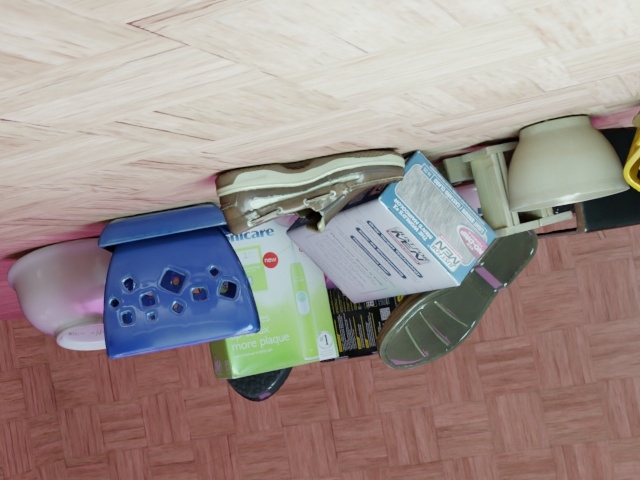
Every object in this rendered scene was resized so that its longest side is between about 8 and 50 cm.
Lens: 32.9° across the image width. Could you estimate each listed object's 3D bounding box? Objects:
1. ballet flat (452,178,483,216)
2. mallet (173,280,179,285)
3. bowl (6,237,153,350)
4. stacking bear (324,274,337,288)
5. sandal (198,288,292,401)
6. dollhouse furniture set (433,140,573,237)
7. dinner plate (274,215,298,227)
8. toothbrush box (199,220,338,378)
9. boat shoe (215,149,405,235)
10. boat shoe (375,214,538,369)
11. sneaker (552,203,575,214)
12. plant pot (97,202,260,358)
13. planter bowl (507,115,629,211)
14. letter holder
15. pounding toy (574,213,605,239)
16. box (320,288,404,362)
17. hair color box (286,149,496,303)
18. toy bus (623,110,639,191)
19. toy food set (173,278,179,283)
[{"bbox_3d":[0.185,-0.033,2.030,0.400,0.139,0.139,-12,176,19],"label":"ballet flat"},{"bbox_3d":[-0.278,0.083,2.111,0.189,0.039,0.062,-20,164,18],"label":"mallet"},{"bbox_3d":[-0.409,0.113,1.952,0.297,0.134,0.298,-9,157,-4],"label":"bowl"},{"bbox_3d":[0.066,0.011,2.219,0.289,0.175,0.164,-19,157,-29],"label":"stacking bear"},{"bbox_3d":[-0.132,0.172,2.195,0.167,0.107,0.446,-33,-144,4],"label":"sandal"},{"bbox_3d":[0.260,-0.072,1.624,0.128,0.129,0.183,-13,179,-28],"label":"dollhouse furniture set"},{"bbox_3d":[-0.012,-0.046,1.871,0.141,0.017,0.141,-9,158,-4],"label":"dinner plate"},{"bbox_3d":[-0.104,0.093,1.956,0.206,0.283,0.122,-8,175,-22],"label":"toothbrush box"},{"bbox_3d":[-0.007,-0.056,1.418,0.257,0.095,0.095,-9,176,-14],"label":"boat shoe"},{"bbox_3d":[0.202,0.077,1.689,0.307,0.111,0.104,-40,-151,-3],"label":"boat shoe"},{"bbox_3d":[0.389,-0.072,2.206,0.299,0.111,0.121,-6,179,-29],"label":"sneaker"},{"bbox_3d":[-0.226,0.063,1.716,0.235,0.212,0.236,-10,175,-2],"label":"plant pot"},{"bbox_3d":[0.326,-0.106,1.467,0.162,0.109,0.162,-11,176,-1],"label":"planter bowl"},{"bbox_3d":[0.442,-0.089,1.761,0.301,0.152,0.214,-8,177,-34],"label":"letter holder"},{"bbox_3d":[0.549,-0.057,2.449,0.154,0.155,0.269,-16,175,11],"label":"pounding toy"},{"bbox_3d":[0.092,0.121,2.624,0.257,0.322,0.079,-14,173,39],"label":"box"},{"bbox_3d":[0.097,-0.010,1.646,0.105,0.174,0.347,-49,-167,-21],"label":"hair color box"},{"bbox_3d":[0.458,-0.136,1.409,0.104,0.191,0.202,33,175,1],"label":"toy bus"},{"bbox_3d":[-0.330,0.038,2.152,0.219,0.093,0.306,-9,168,-6],"label":"toy food set"}]
